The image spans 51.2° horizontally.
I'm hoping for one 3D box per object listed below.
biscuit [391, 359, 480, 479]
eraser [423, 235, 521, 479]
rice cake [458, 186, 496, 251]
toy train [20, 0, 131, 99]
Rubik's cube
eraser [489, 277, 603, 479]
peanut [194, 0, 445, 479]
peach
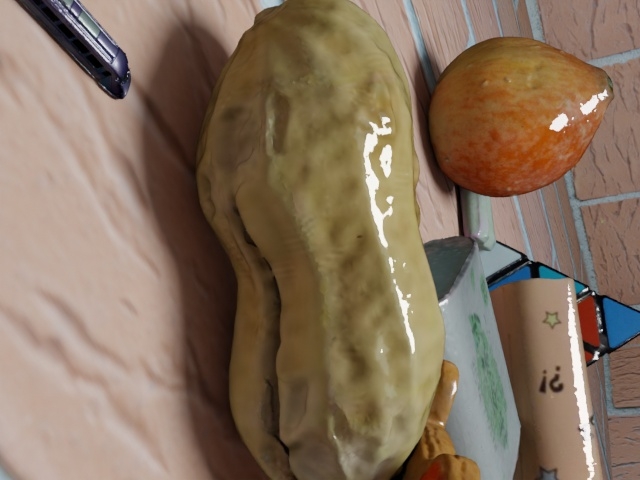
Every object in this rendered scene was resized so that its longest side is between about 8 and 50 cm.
[{"bbox_3d":[0.048,0.157,0.444,0.250,0.036,0.165,-66,178,-76],"label":"biscuit"},{"bbox_3d":[0.136,0.131,0.670,0.174,0.081,0.226,-48,125,-59],"label":"eraser"},{"bbox_3d":[0.227,-0.098,0.990,0.080,0.042,0.221,27,58,-54],"label":"rice cake"},{"bbox_3d":[-0.112,-0.098,0.307,0.083,0.017,0.017,51,39,-47],"label":"toy train"},{"bbox_3d":[0.320,0.178,0.959,0.234,0.250,0.284,-51,134,-34],"label":"Rubik's cube"},{"bbox_3d":[0.244,0.203,0.803,0.087,0.171,0.290,5,72,-24],"label":"eraser"},{"bbox_3d":[0.000,0.000,0.381,0.130,0.130,0.290,0,81,-65],"label":"peanut"},{"bbox_3d":[0.255,-0.167,0.858,0.232,0.233,0.232,34,51,-57],"label":"peach"}]
